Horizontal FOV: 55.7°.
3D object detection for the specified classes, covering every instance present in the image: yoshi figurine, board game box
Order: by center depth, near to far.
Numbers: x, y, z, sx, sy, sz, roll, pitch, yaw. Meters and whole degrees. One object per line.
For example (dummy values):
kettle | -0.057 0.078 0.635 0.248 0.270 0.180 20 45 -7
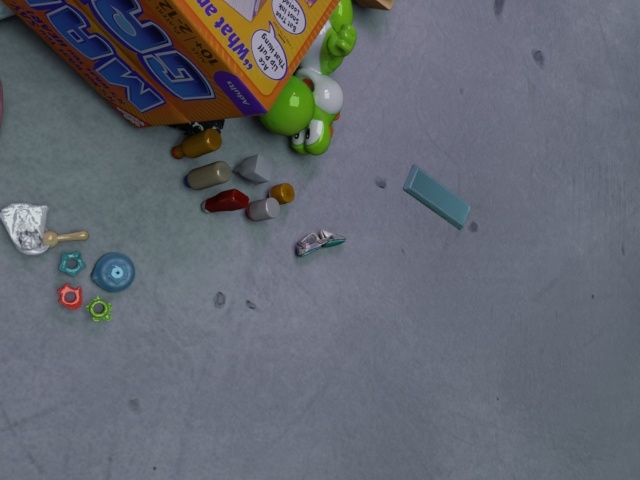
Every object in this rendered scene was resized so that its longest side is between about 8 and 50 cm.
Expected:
board game box | -0.209 -0.421 0.870 0.356 0.356 0.356 47 62 -38
yoshi figurine | -0.035 -0.344 1.132 0.203 0.203 0.362 2 94 -12

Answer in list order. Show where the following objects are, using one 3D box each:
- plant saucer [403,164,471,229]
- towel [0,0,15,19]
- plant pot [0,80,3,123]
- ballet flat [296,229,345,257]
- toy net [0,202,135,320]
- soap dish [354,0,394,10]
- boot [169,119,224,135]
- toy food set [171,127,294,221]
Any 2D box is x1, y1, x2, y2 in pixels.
plant saucer | 0.274 -0.099 1.393 0.192 0.018 0.067 31 74 -25
towel | -0.542 -0.521 0.897 0.320 0.090 0.374 -37 107 -24
plant pot | -0.566 -0.171 0.829 0.180 0.201 0.201 16 81 -13
ballet flat | 0.000 0.000 1.224 0.114 0.041 0.041 -18 98 -29
toy net | -0.419 0.031 0.983 0.232 0.045 0.122 37 74 -22
soap dish | 0.052 -0.630 1.220 0.291 0.118 0.229 26 76 -26
boot | -0.220 -0.238 1.100 0.099 0.045 0.121 21 81 -28
toy food set | -0.163 -0.103 1.119 0.232 0.104 0.111 29 60 -44
